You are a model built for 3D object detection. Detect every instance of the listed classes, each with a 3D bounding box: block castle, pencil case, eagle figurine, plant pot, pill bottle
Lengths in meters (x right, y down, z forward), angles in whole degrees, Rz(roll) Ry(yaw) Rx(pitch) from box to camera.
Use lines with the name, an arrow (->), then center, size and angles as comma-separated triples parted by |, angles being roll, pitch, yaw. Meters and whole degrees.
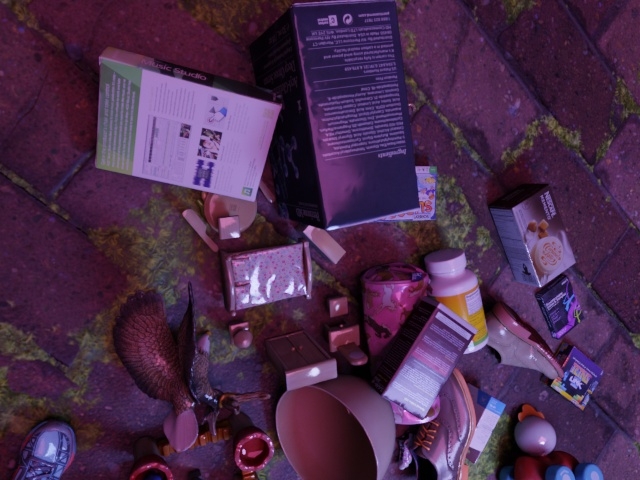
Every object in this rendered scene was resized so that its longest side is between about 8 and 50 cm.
block castle -> -0.240, 0.632, 1.120 | 0.302, 0.213, 0.454 | -8, 100, -21
pencil case -> 0.200, 0.253, 1.281 | 0.160, 0.167, 0.386 | -24, 111, -61
eagle figurine -> -0.282, 0.247, 1.074 | 0.226, 0.225, 0.298 | -33, 119, -4
plant pot -> 0.064, 0.426, 1.208 | 0.191, 0.284, 0.284 | -20, 106, -48
pill bottle -> 0.339, 0.151, 1.331 | 0.136, 0.136, 0.246 | -19, 103, -19

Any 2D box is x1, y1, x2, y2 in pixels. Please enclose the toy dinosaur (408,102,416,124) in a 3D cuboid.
toy dinosaur -> 0.175, -0.313, 1.251 | 0.092, 0.053, 0.183 | -18, 103, -18

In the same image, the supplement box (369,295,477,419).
supplement box -> 0.231, 0.262, 1.172 | 0.130, 0.073, 0.239 | 36, 84, -20

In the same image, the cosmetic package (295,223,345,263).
cosmetic package -> 0.000, 0.000, 1.217 | 0.115, 0.060, 0.041 | 45, 80, -22

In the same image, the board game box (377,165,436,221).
board game box -> 0.194, -0.116, 1.293 | 0.201, 0.035, 0.136 | -4, 98, -21

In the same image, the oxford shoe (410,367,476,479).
oxford shoe -> 0.310, 0.505, 1.351 | 0.132, 0.130, 0.364 | 1, 89, -33

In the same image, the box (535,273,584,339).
box -> 0.711, 0.197, 1.545 | 0.116, 0.029, 0.162 | -34, 107, -15

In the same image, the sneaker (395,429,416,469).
sneaker -> 0.218, 0.553, 1.391 | 0.069, 0.038, 0.098 | 39, 72, -20

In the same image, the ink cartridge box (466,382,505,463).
ink cartridge box -> 0.412, 0.497, 1.422 | 0.060, 0.104, 0.180 | 31, 84, -23

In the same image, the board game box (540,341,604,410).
board game box -> 0.768, 0.413, 1.586 | 0.170, 0.048, 0.141 | 35, 84, -22

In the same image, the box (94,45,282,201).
box -> -0.255, -0.211, 0.999 | 0.321, 0.058, 0.232 | 11, 129, -15

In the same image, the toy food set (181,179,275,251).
toy food set -> -0.201, -0.078, 1.144 | 0.192, 0.038, 0.132 | -42, 117, -18

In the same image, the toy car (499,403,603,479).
toy car -> 0.645, 0.597, 1.508 | 0.210, 0.219, 0.238 | 7, 66, -23

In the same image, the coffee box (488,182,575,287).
coffee box -> 0.579, -0.017, 1.426 | 0.141, 0.098, 0.247 | -30, 107, -16

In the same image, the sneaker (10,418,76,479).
sneaker -> -0.559, 0.485, 1.019 | 0.104, 0.125, 0.262 | 25, 87, -23

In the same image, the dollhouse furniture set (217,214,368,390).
dollhouse furniture set -> -0.044, 0.114, 1.131 | 0.303, 0.174, 0.356 | -10, 108, -21

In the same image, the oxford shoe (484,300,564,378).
oxford shoe -> 0.557, 0.303, 1.471 | 0.348, 0.123, 0.130 | 40, 108, -23

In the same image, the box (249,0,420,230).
box -> 0.020, -0.243, 1.068 | 0.211, 0.293, 0.396 | -14, 101, -19
